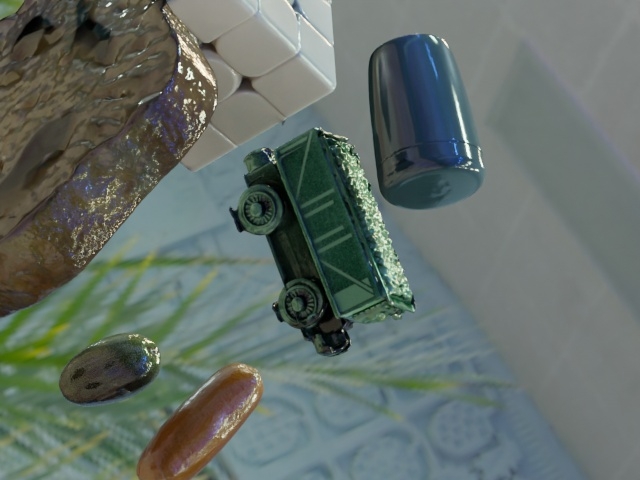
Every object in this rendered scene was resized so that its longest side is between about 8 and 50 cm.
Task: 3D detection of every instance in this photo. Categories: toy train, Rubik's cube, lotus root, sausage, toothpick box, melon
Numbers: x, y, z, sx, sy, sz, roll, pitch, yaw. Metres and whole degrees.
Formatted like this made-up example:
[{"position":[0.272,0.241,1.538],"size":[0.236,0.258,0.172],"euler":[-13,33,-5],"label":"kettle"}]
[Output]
[{"position":[0.000,0.000,1.731],"size":[0.115,0.154,0.269],"euler":[22,44,-67],"label":"toy train"},{"position":[-0.177,-0.335,2.207],"size":[0.292,0.291,0.290],"euler":[-30,-137,26],"label":"Rubik's cube"},{"position":[-0.254,-0.109,1.414],"size":[0.375,0.390,0.111],"euler":[-11,-40,42],"label":"lotus root"},{"position":[-0.177,0.278,2.181],"size":[0.098,0.238,0.098],"euler":[36,-25,20],"label":"sausage"},{"position":[0.113,-0.137,1.661],"size":[0.120,0.120,0.184],"euler":[125,-40,-59],"label":"toothpick box"},{"position":[-0.314,0.194,2.184],"size":[0.099,0.162,0.099],"euler":[60,15,-27],"label":"melon"}]
